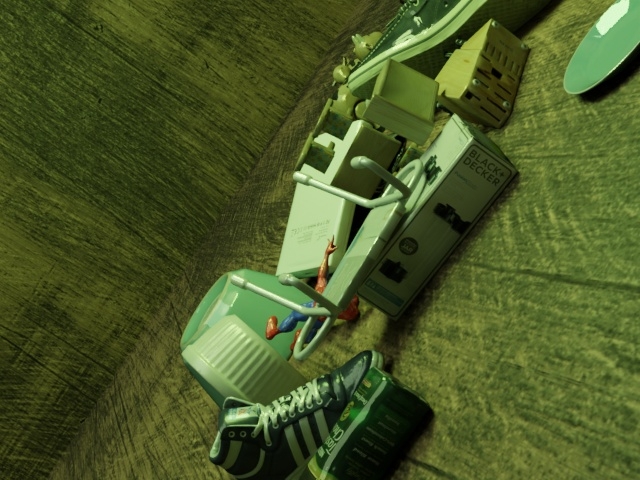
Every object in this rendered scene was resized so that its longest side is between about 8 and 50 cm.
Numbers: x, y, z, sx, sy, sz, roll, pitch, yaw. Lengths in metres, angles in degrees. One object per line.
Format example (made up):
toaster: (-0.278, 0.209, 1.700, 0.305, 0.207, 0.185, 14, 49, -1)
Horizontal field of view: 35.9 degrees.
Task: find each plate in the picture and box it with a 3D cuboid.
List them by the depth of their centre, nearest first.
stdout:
plate: (0.400, -0.268, 1.327, 0.188, 0.024, 0.188, -51, 14, 18)

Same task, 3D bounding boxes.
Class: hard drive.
hard drive: (0.006, -0.077, 1.996, 0.203, 0.040, 0.307, -14, 59, 55)

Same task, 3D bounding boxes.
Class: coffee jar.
coffee jar: (0.049, 0.250, 1.199, 0.184, 0.079, 0.096, -57, 13, -3)

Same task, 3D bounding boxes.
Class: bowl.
bowl: (-0.165, 0.179, 1.967, 0.311, 0.163, 0.311, -52, 13, 17)

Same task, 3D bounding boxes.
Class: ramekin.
ramekin: (-0.118, 0.216, 1.633, 0.109, 0.207, 0.207, -48, 12, -6)

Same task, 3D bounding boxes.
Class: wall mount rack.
wall mount rack: (0.000, 0.000, 1.485, 0.350, 0.130, 0.304, -58, 13, -12)

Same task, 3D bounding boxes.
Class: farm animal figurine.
farm animal figurine: (0.115, -0.389, 2.318, 0.330, 0.172, 0.327, -32, 27, 60)

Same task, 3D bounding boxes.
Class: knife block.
knife block: (0.244, -0.255, 1.716, 0.242, 0.088, 0.275, -42, 19, 48)

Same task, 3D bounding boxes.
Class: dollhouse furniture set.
dollhouse furniture set: (0.093, -0.153, 1.640, 0.242, 0.212, 0.161, -61, 6, 34)

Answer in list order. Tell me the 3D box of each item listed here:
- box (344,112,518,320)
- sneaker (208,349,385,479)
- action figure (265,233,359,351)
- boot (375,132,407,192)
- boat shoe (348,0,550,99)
box: (0.159, -0.039, 1.491, 0.290, 0.087, 0.169, -53, 13, 13)
sneaker: (-0.042, 0.240, 1.387, 0.282, 0.153, 0.099, -52, 14, 15)
action figure: (0.004, 0.093, 1.714, 0.280, 0.091, 0.139, -34, 34, 59)
boot: (0.071, -0.122, 2.031, 0.263, 0.091, 0.229, -63, 20, 0)
boat shoe: (0.232, -0.415, 1.872, 0.500, 0.187, 0.156, -34, 58, 47)
